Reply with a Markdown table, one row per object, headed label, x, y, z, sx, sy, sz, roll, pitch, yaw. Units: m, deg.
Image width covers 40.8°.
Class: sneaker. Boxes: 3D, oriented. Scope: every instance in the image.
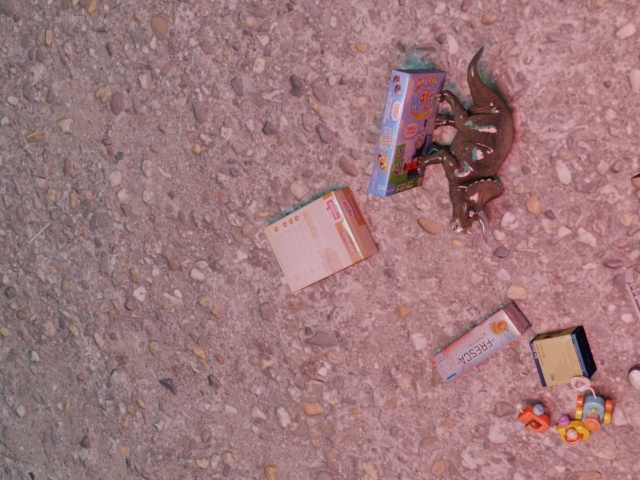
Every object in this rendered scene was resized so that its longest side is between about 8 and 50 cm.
| label | x | y | z | sx | sy | sz | roll | pitch | yaw |
| --- | --- | --- | --- | --- | --- | --- | --- | --- | --- |
| sneaker | 0.553 | 0.263 | 1.402 | 0.135 | 0.058 | 0.052 | 51 | 121 | 14 |

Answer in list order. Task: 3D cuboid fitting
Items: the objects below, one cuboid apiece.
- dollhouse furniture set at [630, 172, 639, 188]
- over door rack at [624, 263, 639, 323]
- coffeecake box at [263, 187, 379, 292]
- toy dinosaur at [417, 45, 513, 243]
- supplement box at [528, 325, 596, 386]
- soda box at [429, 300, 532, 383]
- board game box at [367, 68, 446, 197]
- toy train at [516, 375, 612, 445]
| label | x | y | z | sx | sy | sz | roll | pitch | yaw |
| --- | --- | --- | --- | --- | --- | --- | --- | --- | --- |
| dollhouse furniture set | 0.650 | 0.051 | 1.179 | 0.394 | 0.256 | 0.362 | -12 | 94 | 33 |
| over door rack | 0.544 | 0.150 | 1.120 | 0.239 | 0.108 | 0.324 | -37 | 53 | 52 |
| coffeecake box | 0.000 | 0.000 | 1.681 | 0.185 | 0.068 | 0.142 | -27 | 86 | 33 |
| toy dinosaur | 0.264 | -0.169 | 1.474 | 0.160 | 0.121 | 0.314 | 19 | 105 | 15 |
| supplement box | 0.415 | 0.198 | 1.474 | 0.083 | 0.056 | 0.083 | -17 | 91 | 33 |
| soda box | 0.286 | 0.185 | 1.547 | 0.183 | 0.063 | 0.058 | -40 | 79 | 32 |
| board game box | 0.151 | -0.190 | 1.493 | 0.039 | 0.160 | 0.212 | 19 | 110 | 26 |
| toy train | 0.416 | 0.303 | 1.467 | 0.125 | 0.046 | 0.166 | 36 | 132 | -8 |
